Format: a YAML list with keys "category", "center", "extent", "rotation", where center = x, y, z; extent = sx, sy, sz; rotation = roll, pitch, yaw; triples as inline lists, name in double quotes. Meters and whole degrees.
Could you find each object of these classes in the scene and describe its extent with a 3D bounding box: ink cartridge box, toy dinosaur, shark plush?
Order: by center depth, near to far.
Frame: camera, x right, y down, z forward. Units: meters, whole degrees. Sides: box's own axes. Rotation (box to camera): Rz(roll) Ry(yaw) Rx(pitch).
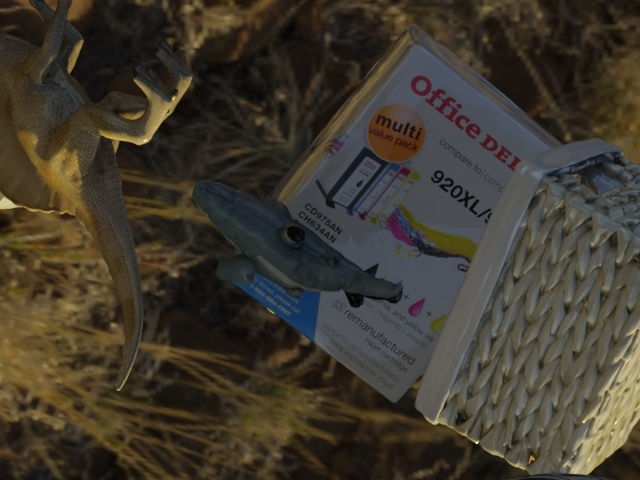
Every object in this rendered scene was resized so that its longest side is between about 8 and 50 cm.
- category: "toy dinosaur"
  center: [-0.093, -0.040, 0.557]
  extent: [0.183, 0.092, 0.053]
  rotation: [54, 21, 10]
- category: "shark plush"
  center: [-0.021, 0.012, 0.976]
  extent: [0.073, 0.161, 0.067]
  rotation: [-43, 151, -17]
- category: "ink cartridge box"
  center: [0.067, -0.029, 1.130]
  extent: [0.171, 0.168, 0.233]
  rotation: [38, 102, -7]

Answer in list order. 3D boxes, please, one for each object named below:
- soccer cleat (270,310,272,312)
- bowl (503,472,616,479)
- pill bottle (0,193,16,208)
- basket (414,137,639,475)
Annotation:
- category: "soccer cleat"
  center: [0.000, 0.001, 1.475]
  extent: [0.093, 0.121, 0.289]
  rotation: [-50, 168, 31]
- category: "bowl"
  center: [0.075, 0.137, 0.442]
  extent: [0.170, 0.170, 0.080]
  rotation: [-56, 151, -23]
- category: "pill bottle"
  center: [-0.422, -0.121, 1.462]
  extent: [0.361, 0.204, 0.204]
  rotation: [1, 97, -72]
- category: "basket"
  center: [0.143, 0.042, 0.789]
  extent: [0.113, 0.103, 0.167]
  rotation: [-19, 136, -55]
